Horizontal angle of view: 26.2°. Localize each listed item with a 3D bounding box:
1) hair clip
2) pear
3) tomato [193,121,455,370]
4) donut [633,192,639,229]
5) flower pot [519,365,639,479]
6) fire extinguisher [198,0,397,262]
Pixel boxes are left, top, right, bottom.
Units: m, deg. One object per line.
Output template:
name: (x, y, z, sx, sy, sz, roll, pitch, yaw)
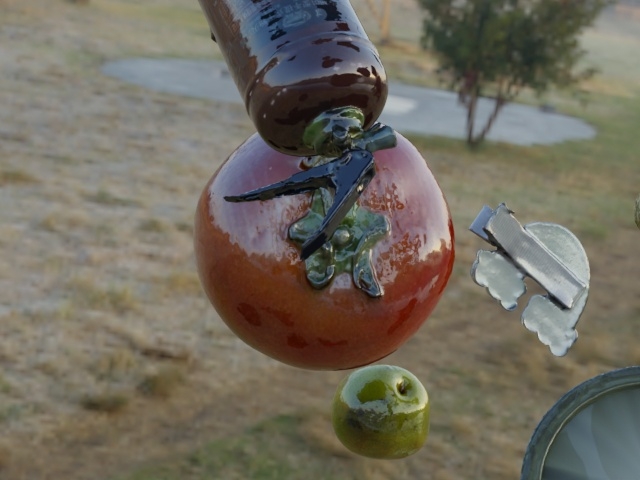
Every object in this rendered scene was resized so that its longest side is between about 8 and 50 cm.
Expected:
hair clip: (0.278, 0.036, 1.770, 0.220, 0.140, 0.054, 41, -16, -22)
pear: (0.076, 0.239, 1.879, 0.141, 0.141, 0.104, 16, 15, 31)
tomato: (0.000, 0.000, 1.673, 0.322, 0.321, 0.321, 9, 12, -2)
donut: (0.336, 0.002, 0.711, 0.330, 0.159, 0.330, -11, -9, -2)
flower pot: (0.252, 0.229, 1.076, 0.212, 0.212, 0.202, 11, -27, 7)
fire extinguisher: (-0.039, -0.140, 0.981, 0.138, 0.344, 0.102, -21, -29, -5)
